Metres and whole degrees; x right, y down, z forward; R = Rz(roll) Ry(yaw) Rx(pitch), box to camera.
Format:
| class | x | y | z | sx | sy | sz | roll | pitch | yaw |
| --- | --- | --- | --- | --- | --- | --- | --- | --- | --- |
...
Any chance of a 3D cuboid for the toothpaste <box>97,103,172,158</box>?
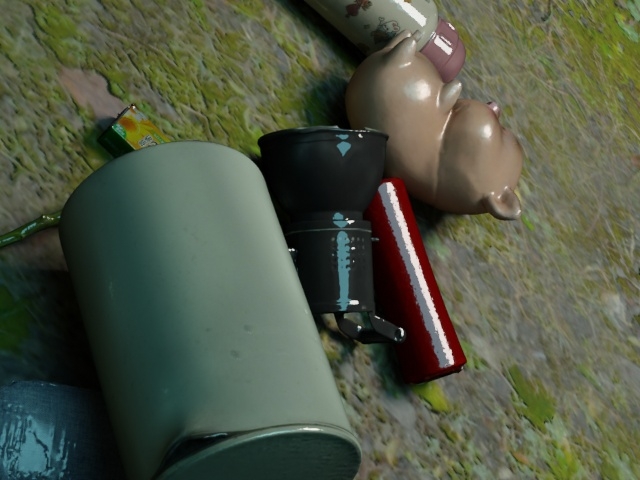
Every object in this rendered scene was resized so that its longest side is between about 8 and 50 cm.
| class | x | y | z | sx | sy | sz | roll | pitch | yaw |
| --- | --- | --- | --- | --- | --- | --- | --- | --- | --- |
| toothpaste | -0.155 | -0.065 | 1.245 | 0.178 | 0.037 | 0.043 | 45 | 49 | -14 |

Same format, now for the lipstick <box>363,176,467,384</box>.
| class | x | y | z | sx | sy | sz | roll | pitch | yaw |
| --- | --- | --- | --- | --- | --- | --- | --- | --- | --- |
| lipstick | 0.098 | 0.047 | 1.371 | 0.080 | 0.080 | 0.241 | -10 | 78 | -41 |

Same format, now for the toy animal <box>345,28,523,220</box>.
| class | x | y | z | sx | sy | sz | roll | pitch | yaw |
| --- | --- | --- | --- | --- | --- | --- | --- | --- | --- |
| toy animal | 0.138 | -0.126 | 1.425 | 0.250 | 0.154 | 0.166 | 39 | 18 | -10 |

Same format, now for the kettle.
| class | x | y | z | sx | sy | sz | roll | pitch | yaw |
| --- | --- | --- | --- | --- | --- | --- | --- | --- | --- |
| kettle | -0.102 | 0.108 | 1.064 | 0.205 | 0.265 | 0.318 | -13 | 53 | -16 |

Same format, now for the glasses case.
| class | x | y | z | sx | sy | sz | roll | pitch | yaw |
| --- | --- | --- | --- | --- | --- | --- | --- | --- | --- |
| glasses case | -0.181 | 0.201 | 1.088 | 0.282 | 0.067 | 0.109 | 18 | 62 | -34 |

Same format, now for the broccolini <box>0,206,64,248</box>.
| class | x | y | z | sx | sy | sz | roll | pitch | yaw |
| --- | --- | --- | --- | --- | --- | --- | --- | --- | --- |
| broccolini | -0.254 | -0.024 | 1.138 | 0.194 | 0.052 | 0.054 | -18 | 79 | -41 |

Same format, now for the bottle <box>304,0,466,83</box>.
| class | x | y | z | sx | sy | sz | roll | pitch | yaw |
| --- | --- | --- | --- | --- | --- | --- | --- | --- | --- |
| bottle | 0.084 | -0.283 | 1.480 | 0.233 | 0.110 | 0.110 | 38 | 52 | -19 |

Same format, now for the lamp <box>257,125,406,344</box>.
| class | x | y | z | sx | sy | sz | roll | pitch | yaw |
| --- | --- | --- | --- | --- | --- | --- | --- | --- | --- |
| lamp | 0.000 | 0.000 | 1.277 | 0.172 | 0.147 | 0.228 | 2 | 83 | -31 |
